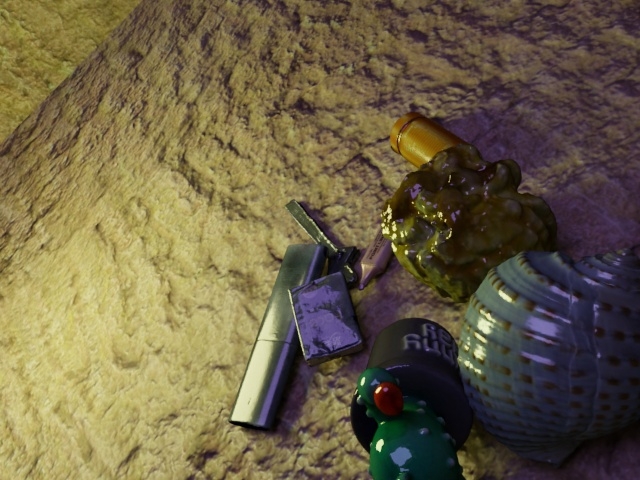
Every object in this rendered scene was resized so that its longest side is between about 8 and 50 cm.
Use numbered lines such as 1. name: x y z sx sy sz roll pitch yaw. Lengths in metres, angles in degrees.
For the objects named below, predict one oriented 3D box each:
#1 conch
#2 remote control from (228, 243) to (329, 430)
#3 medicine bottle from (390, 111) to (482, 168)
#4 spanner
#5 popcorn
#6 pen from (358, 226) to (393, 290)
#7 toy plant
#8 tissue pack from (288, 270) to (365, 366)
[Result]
1. conch: 0.358 0.159 1.301 0.215 0.303 0.319 121 165 -80
2. remote control: -0.078 0.181 1.787 0.107 0.044 0.377 -4 60 43
3. medicine bottle: 0.224 -0.175 1.805 0.096 0.096 0.192 -46 42 -1
4. spanner: 0.000 0.000 1.901 0.093 0.026 0.325 -44 40 3
5. popcorn: 0.258 -0.021 1.552 0.282 0.247 0.282 -13 49 16
6. pen: 0.118 0.014 1.787 0.053 0.032 0.197 7 61 41
7. toy plant: 0.132 0.264 1.362 0.185 0.279 0.400 -8 24 10
8. tissue pack: 0.012 0.146 1.718 0.112 0.051 0.156 -19 60 5
